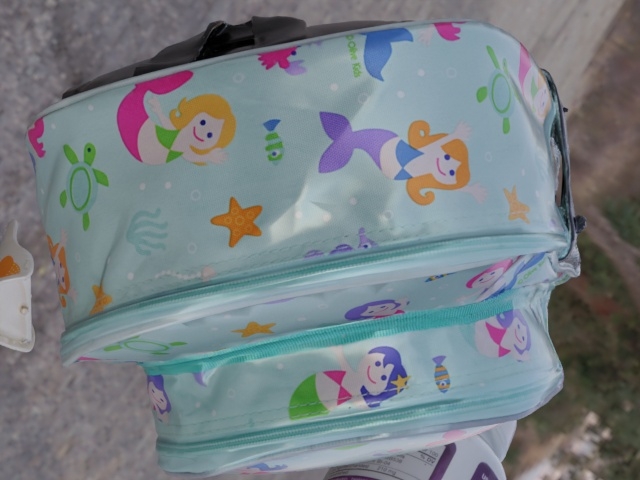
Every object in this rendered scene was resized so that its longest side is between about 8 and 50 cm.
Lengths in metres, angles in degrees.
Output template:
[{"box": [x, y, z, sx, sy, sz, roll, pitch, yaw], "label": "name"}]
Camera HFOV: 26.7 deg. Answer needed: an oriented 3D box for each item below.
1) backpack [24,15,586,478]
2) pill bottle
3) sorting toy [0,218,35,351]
[{"box": [0.000, 0.000, 0.577, 0.253, 0.225, 0.191, 35, 45, -75], "label": "backpack"}, {"box": [0.078, 0.265, 1.289, 0.301, 0.169, 0.169, -55, 174, -38], "label": "pill bottle"}, {"box": [-0.230, 0.026, 0.990, 0.083, 0.045, 0.075, 101, -10, -45], "label": "sorting toy"}]
